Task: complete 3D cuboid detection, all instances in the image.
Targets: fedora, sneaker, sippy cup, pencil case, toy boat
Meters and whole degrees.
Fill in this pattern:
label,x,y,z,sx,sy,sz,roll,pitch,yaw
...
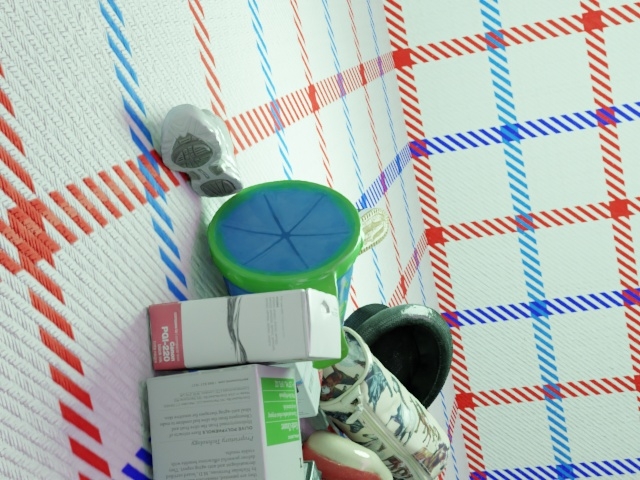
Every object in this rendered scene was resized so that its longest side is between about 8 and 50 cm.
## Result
label,x,y,z,sx,sy,sz,roll,pitch,yaw
fedora,0.124,0.255,2.081,0.152,0.334,0.334,47,-18,51
sneaker,-0.181,-0.151,1.427,0.232,0.090,0.115,69,10,-67
sippy cup,-0.049,0.061,1.525,0.305,0.240,0.224,-71,164,-46
pencil case,0.112,0.346,1.911,0.410,0.160,0.183,50,19,-40
sneaker,0.000,0.000,2.004,0.282,0.153,0.099,-25,111,-43
toy boat,0.033,0.452,1.809,0.151,0.151,0.231,-61,151,-18

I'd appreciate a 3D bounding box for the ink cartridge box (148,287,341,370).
label,x,y,z,sx,sy,sz,roll,pitch,yaw
ink cartridge box,-0.096,0.122,1.297,0.158,0.218,0.092,24,58,-72

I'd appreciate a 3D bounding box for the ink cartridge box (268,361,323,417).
label,x,y,z,sx,sy,sz,roll,pitch,yaw
ink cartridge box,-0.055,0.203,1.685,0.127,0.072,0.175,-79,156,-50

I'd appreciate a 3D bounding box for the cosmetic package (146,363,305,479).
label,x,y,z,sx,sy,sz,roll,pitch,yaw
cosmetic package,-0.109,0.351,1.246,0.197,0.155,0.365,30,51,-75

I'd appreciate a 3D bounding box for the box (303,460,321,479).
label,x,y,z,sx,sy,sz,roll,pitch,yaw
box,-0.026,0.520,1.644,0.232,0.059,0.183,-79,155,-54
